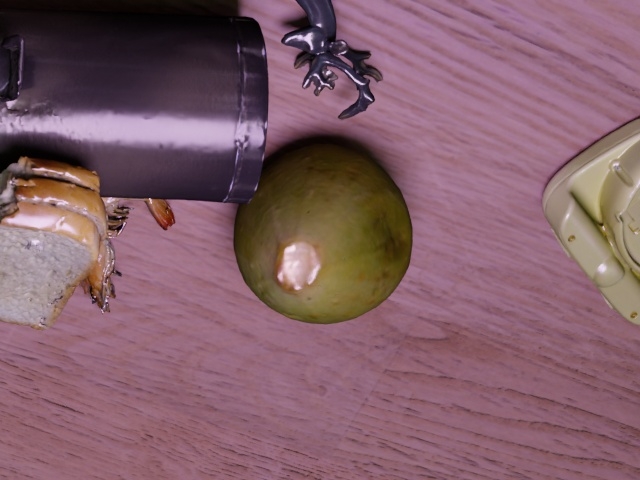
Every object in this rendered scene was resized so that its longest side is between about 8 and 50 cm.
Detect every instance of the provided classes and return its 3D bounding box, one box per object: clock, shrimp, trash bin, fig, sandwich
[{"bbox_3d":[0.443,-0.056,2.110,0.308,0.096,0.235,-38,122,10],"label":"clock"},{"bbox_3d":[-0.230,0.001,2.023,0.124,0.034,0.178,-14,120,-12],"label":"shrimp"},{"bbox_3d":[-0.222,-0.142,1.832,0.302,0.202,0.252,1,164,-14],"label":"trash bin"},{"bbox_3d":[0.006,0.005,1.959,0.207,0.230,0.207,-6,122,-10],"label":"fig"},{"bbox_3d":[-0.365,-0.012,1.747,0.273,0.095,0.249,11,150,-21],"label":"sandwich"}]

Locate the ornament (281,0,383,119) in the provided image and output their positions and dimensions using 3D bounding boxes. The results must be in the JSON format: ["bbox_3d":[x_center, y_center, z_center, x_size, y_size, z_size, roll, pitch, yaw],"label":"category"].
[{"bbox_3d":[0.047,-0.253,1.901,0.202,0.080,0.236,-14,122,-1],"label":"ornament"}]
